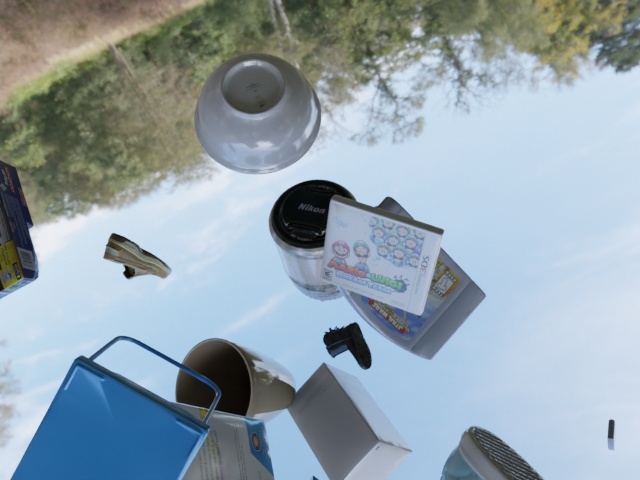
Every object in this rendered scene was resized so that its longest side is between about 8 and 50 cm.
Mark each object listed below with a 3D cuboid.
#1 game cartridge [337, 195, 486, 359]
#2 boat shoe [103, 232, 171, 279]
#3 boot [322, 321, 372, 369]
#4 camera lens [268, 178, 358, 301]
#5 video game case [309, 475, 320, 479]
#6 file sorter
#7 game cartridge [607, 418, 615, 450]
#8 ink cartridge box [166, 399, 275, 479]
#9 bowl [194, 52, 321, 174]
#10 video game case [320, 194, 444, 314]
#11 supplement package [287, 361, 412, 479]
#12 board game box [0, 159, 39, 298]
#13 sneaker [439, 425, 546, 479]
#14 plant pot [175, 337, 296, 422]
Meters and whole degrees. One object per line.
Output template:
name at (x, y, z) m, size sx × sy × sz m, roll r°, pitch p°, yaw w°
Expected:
game cartridge at (0.159, 0.086, 1.167) m, size 0.198 × 0.297 × 0.062 m, roll -50°, pitch -158°, yaw -7°
boat shoe at (-0.399, 0.052, 1.343) m, size 0.068 × 0.190 × 0.072 m, roll 14°, pitch -107°, yaw 34°
boot at (0.061, 0.254, 1.466) m, size 0.099 × 0.121 × 0.045 m, roll -27°, pitch 169°, yaw 37°
camera lens at (0.000, 0.000, 1.544) m, size 0.220 × 0.274 × 0.219 m, roll -5°, pitch -124°, yaw 7°
video game case at (0.049, 0.581, 1.344) m, size 0.015 × 0.166 × 0.119 m, roll -54°, pitch -177°, yaw -2°
file sorter at (-0.178, 0.185, 0.541) m, size 0.170 × 0.118 × 0.104 m, roll -60°, pitch -178°, yaw 8°
game cartridge at (0.689, 0.464, 1.474) m, size 0.017 × 0.083 × 0.056 m, roll 5°, pitch -122°, yaw 31°
ink cartridge box at (-0.225, 0.386, 0.966) m, size 0.197 × 0.270 × 0.198 m, roll -28°, pitch -124°, yaw 21°
bowl at (-0.144, -0.308, 1.384) m, size 0.298 × 0.297 × 0.134 m, roll -32°, pitch 164°, yaw -10°
video game case at (0.079, 0.022, 0.859) m, size 0.157 × 0.143 × 0.019 m, roll 19°, pitch -142°, yaw 16°
supplement package at (0.070, 0.509, 1.689) m, size 0.175 × 0.178 × 0.293 m, roll -49°, pitch -136°, yaw 7°
board game box at (-0.485, 0.016, 0.839) m, size 0.194 × 0.194 × 0.060 m, roll -28°, pitch 161°, yaw 7°
sneaker at (0.329, 0.473, 0.975) m, size 0.366 × 0.135 × 0.150 m, roll 49°, pitch -62°, yaw 44°
plant pot at (-0.194, 0.392, 1.648) m, size 0.257 × 0.256 × 0.274 m, roll -15°, pitch 162°, yaw 30°
